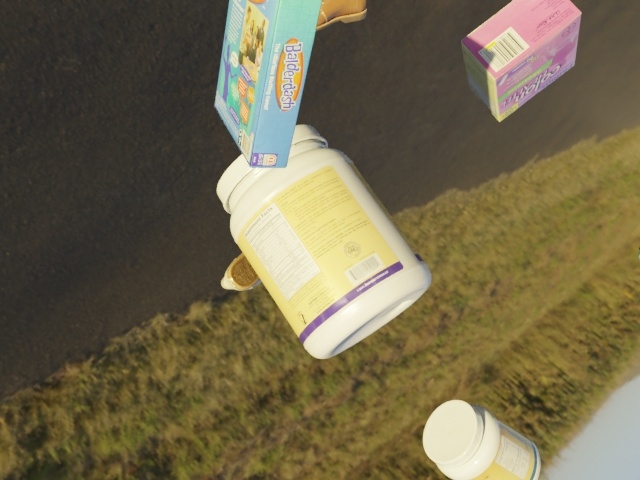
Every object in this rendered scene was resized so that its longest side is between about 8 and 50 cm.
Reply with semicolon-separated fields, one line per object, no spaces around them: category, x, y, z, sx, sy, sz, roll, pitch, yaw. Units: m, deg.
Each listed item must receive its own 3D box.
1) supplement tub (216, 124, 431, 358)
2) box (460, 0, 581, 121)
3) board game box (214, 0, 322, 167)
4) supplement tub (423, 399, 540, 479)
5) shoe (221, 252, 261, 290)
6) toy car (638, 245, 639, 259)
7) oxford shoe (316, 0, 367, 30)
supplement tub;0.000;0.000;1.192;0.241;0.331;0.241;-32;166;-9
box;0.431;-0.402;1.552;0.213;0.117;0.243;-37;162;5
board game box;-0.063;-0.209;0.790;0.047;0.160;0.210;-2;126;-24
supplement tub;0.302;0.396;1.356;0.199;0.144;0.144;36;96;-29
shoe;-0.096;0.026;1.327;0.219;0.076;0.058;-34;176;-36
toy car;0.769;-0.021;1.371;0.238;0.219;0.210;-64;161;17
oxford shoe;0.003;-0.496;1.527;0.212;0.076;0.076;-23;139;-21
